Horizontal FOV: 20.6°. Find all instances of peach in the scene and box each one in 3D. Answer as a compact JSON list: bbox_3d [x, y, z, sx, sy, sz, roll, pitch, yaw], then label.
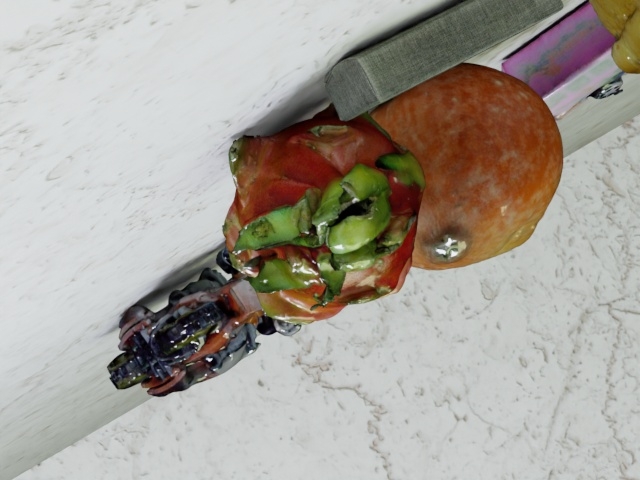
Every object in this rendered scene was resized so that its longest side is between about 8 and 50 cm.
[{"bbox_3d":[0.130,-0.056,1.712,0.232,0.232,0.232,-31,175,-3],"label":"peach"}]

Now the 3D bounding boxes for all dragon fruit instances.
[{"bbox_3d":[-0.006,-0.008,1.490,0.200,0.198,0.269,-54,-174,20],"label":"dragon fruit"}]

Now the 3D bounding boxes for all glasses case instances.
[{"bbox_3d":[0.102,-0.164,1.450,0.205,0.047,0.071,-29,-178,-27],"label":"glasses case"}]

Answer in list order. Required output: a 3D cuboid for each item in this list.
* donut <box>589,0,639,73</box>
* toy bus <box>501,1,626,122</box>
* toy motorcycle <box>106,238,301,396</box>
[{"bbox_3d":[0.343,-0.256,1.538,0.208,0.128,0.261,-31,175,-23],"label":"donut"},{"bbox_3d":[0.332,-0.232,1.918,0.274,0.090,0.112,-36,165,27],"label":"toy bus"},{"bbox_3d":[-0.117,0.086,2.072,0.207,0.134,0.401,-29,176,-27],"label":"toy motorcycle"}]
